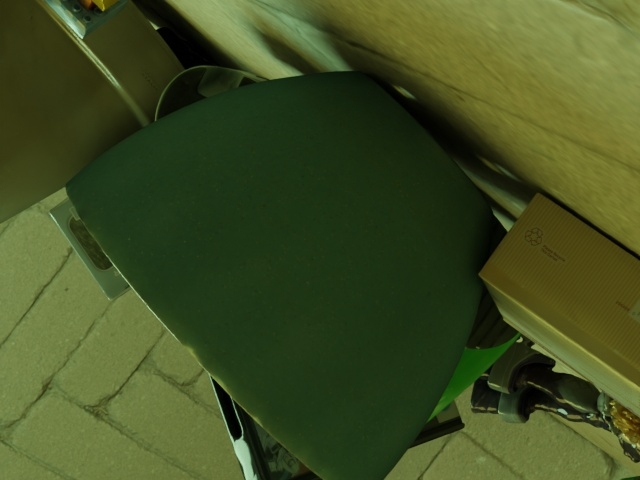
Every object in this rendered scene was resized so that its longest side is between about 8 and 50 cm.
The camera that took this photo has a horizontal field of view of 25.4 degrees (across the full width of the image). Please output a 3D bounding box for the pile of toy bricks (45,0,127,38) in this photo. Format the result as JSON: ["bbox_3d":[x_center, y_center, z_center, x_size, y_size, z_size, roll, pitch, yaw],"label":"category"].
[{"bbox_3d":[-0.139,-0.203,0.685,0.212,0.118,0.105,46,145,1],"label":"pile of toy bricks"}]

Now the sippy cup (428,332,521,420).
[{"bbox_3d":[0.048,0.047,1.316,0.224,0.240,0.305,49,165,1],"label":"sippy cup"}]

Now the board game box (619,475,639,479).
[{"bbox_3d":[0.391,0.259,1.493,0.259,0.124,0.039,42,-141,-83],"label":"board game box"}]

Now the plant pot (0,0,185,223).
[{"bbox_3d":[-0.331,-0.158,1.453,0.323,0.280,0.323,43,171,8],"label":"plant pot"}]

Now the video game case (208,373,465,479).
[{"bbox_3d":[0.003,0.106,1.419,0.275,0.035,0.248,-12,-101,-42],"label":"video game case"}]

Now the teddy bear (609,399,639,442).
[{"bbox_3d":[0.352,0.208,1.037,0.338,0.113,0.245,36,180,30],"label":"teddy bear"}]

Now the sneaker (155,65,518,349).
[{"bbox_3d":[0.036,-0.041,1.143,0.330,0.122,0.146,36,-165,7],"label":"sneaker"}]

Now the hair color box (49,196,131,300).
[{"bbox_3d":[-0.148,-0.053,1.551,0.113,0.185,0.374,56,-174,-3],"label":"hair color box"}]

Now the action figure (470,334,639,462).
[{"bbox_3d":[0.289,0.171,1.488,0.285,0.099,0.185,20,163,27],"label":"action figure"}]

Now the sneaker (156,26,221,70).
[{"bbox_3d":[-0.135,-0.175,1.539,0.089,0.051,0.170,40,175,33],"label":"sneaker"}]

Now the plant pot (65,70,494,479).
[{"bbox_3d":[0.000,0.000,0.956,0.290,0.195,0.290,46,-179,-1],"label":"plant pot"}]

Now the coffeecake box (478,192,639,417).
[{"bbox_3d":[0.190,0.054,0.953,0.142,0.068,0.185,36,177,17],"label":"coffeecake box"}]
